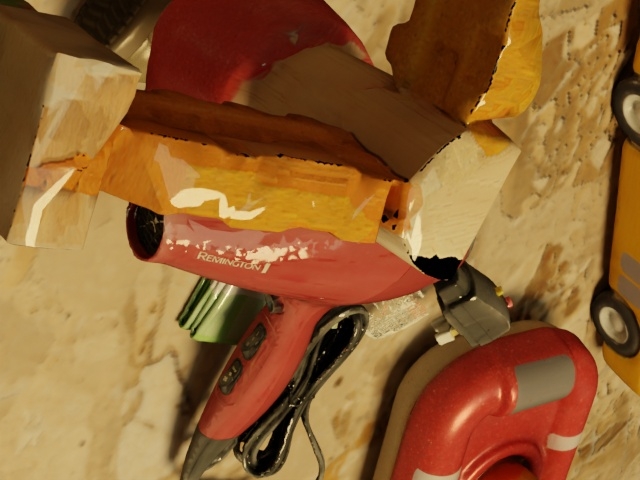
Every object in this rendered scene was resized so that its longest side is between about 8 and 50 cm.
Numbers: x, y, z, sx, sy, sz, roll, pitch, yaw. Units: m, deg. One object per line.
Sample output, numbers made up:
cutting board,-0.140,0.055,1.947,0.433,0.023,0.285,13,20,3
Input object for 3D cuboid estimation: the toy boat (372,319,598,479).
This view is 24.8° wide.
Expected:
toy boat,0.126,0.176,0.953,0.151,0.151,0.231,-11,128,-33

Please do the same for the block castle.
block castle,-0.121,-0.166,0.407,0.453,0.213,0.303,5,110,-38

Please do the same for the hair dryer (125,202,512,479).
hair dryer,-0.008,0.048,0.767,0.224,0.080,0.293,-41,140,-4

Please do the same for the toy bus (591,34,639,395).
toy bus,0.264,-0.027,0.927,0.108,0.130,0.332,-25,134,-24

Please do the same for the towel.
towel,0.000,0.000,0.808,0.113,0.023,0.152,17,109,-45

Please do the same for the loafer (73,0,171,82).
loafer,-0.048,-0.128,0.648,0.148,0.056,0.050,-43,140,10
